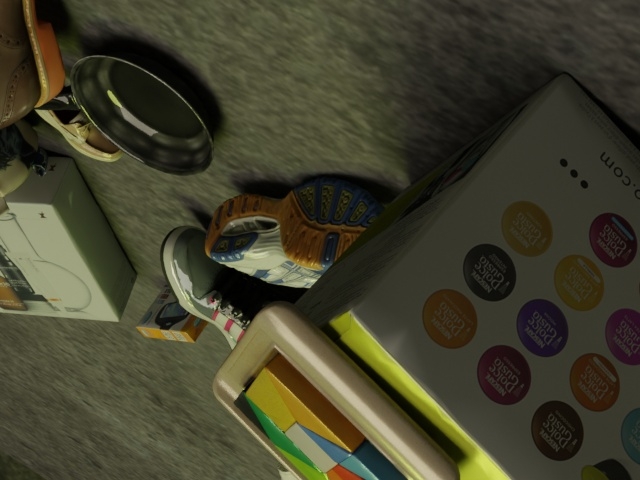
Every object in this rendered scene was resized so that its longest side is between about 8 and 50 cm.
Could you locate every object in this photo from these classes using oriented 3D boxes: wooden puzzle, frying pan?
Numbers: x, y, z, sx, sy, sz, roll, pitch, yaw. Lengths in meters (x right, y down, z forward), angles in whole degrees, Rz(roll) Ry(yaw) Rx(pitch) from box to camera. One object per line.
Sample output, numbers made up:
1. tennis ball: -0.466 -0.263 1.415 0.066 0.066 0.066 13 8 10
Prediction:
1. wooden puzzle: 0.000 0.171 1.296 0.221 0.044 0.238 45 153 4
2. frying pan: -0.248 -0.149 1.773 0.326 0.053 0.197 -4 135 49

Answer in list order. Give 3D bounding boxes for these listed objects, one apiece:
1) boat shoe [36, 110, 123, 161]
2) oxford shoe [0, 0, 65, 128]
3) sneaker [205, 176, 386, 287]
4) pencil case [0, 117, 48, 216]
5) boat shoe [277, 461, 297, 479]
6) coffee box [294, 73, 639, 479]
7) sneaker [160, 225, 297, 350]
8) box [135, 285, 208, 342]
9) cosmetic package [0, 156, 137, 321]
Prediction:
1. boat shoe: -0.306 -0.149 1.850 0.135 0.050 0.045 33 159 -1
2. oxford shoe: -0.393 -0.278 1.602 0.130 0.133 0.363 14 136 36
3. sneaker: 0.000 0.000 1.735 0.131 0.111 0.296 31 162 -38
4. pencil case: -0.511 -0.208 1.844 0.183 0.160 0.410 48 172 48
5. boat shoe: 0.015 0.279 2.024 0.096 0.098 0.277 42 143 -17
6. coffee box: 0.171 0.117 1.400 0.337 0.334 0.338 46 152 -5
7. sneaker: -0.073 0.095 1.926 0.178 0.123 0.295 -5 131 47
8. box: -0.213 0.107 2.147 0.136 0.081 0.028 3 141 45
9. cosmetic package: -0.494 -0.007 2.147 0.377 0.097 0.284 3 142 19
